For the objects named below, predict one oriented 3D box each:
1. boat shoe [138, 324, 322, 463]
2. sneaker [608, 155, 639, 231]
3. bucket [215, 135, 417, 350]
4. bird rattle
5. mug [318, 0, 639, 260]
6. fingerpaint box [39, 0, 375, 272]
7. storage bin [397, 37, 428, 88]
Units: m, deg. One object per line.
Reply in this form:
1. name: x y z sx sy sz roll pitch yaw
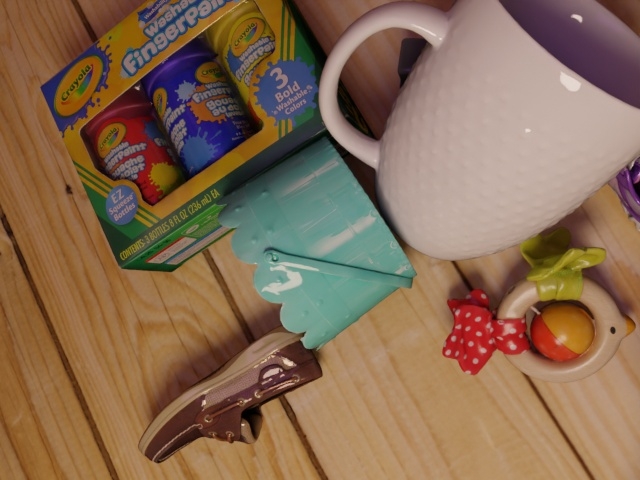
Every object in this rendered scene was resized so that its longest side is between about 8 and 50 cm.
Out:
1. boat shoe: -0.144 0.276 0.988 0.342 0.123 0.123 -37 73 7
2. sneaker: 0.412 -0.108 0.826 0.095 0.104 0.236 -42 72 13
3. bucket: 0.000 0.000 0.881 0.183 0.281 0.281 -33 75 6
4. bird rattle: 0.303 0.112 0.840 0.207 0.143 0.253 40 102 2
5. mug: 0.179 -0.153 0.774 0.374 0.276 0.328 23 134 -13
6. fingerpaint box: -0.200 -0.216 1.025 0.445 0.163 0.371 -31 76 15
7. storage bin: 0.182 -0.271 0.931 0.135 0.091 0.098 8 88 20
